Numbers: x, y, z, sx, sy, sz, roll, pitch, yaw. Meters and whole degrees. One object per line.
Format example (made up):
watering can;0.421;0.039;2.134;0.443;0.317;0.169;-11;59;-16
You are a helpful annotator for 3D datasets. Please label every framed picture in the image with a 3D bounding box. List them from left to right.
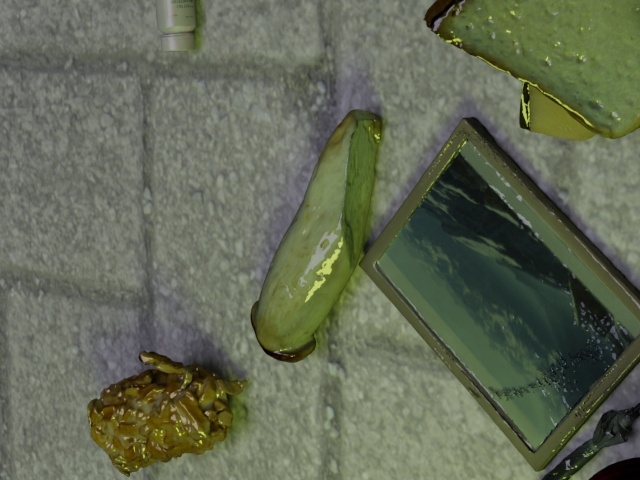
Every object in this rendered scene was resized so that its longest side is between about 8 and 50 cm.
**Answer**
framed picture;0.208;0.060;1.726;0.335;0.022;0.247;50;125;23

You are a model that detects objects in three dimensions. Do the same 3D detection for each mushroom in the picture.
mushroom;0.002;0.003;1.853;0.107;0.087;0.333;43;120;31

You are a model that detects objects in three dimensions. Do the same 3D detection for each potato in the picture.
potato;0.270;-0.153;1.612;0.103;0.066;0.096;24;136;26

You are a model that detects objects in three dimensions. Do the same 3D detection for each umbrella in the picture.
umbrella;0.292;0.236;1.672;0.269;0.044;0.044;-54;36;34

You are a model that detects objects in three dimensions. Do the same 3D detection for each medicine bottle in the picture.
medicine bottle;-0.188;-0.291;1.986;0.052;0.052;0.089;1;97;40

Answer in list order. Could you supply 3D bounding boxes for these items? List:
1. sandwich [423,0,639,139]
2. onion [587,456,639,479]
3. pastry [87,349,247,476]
sandwich;0.276;-0.258;1.477;0.249;0.095;0.273;32;104;-7
onion;0.340;0.355;1.541;0.280;0.221;0.281;-1;86;13
pastry;-0.212;0.226;2.057;0.250;0.102;0.154;-26;83;42
